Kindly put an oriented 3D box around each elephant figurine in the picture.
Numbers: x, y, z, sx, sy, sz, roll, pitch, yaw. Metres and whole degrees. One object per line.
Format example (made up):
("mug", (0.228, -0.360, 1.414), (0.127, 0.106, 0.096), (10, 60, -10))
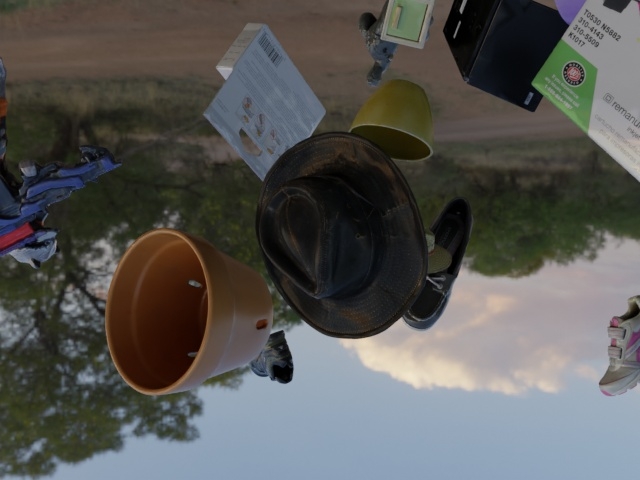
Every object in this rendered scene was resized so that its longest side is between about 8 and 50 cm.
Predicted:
("elephant figurine", (0.186, -0.575, 1.950), (0.239, 0.186, 0.169), (-34, 166, -28))

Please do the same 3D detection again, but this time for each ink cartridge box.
("ink cartridge box", (0.389, -0.220, 0.734), (0.117, 0.278, 0.201), (-6, -132, -38))
("ink cartridge box", (-0.134, -0.296, 1.613), (0.066, 0.261, 0.296), (16, 157, 40))

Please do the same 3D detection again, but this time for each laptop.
("laptop", (0.378, -0.437, 1.449), (0.137, 0.264, 0.234), (-3, 145, -14))

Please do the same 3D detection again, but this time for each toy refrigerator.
("toy refrigerator", (0.216, -0.577, 1.577), (0.102, 0.269, 0.094), (15, -154, 4))

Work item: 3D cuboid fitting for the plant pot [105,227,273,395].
("plant pot", (-0.225, 0.132, 1.302), (0.291, 0.290, 0.204), (7, 178, 40))

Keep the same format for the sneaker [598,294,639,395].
("sneaker", (0.678, 0.226, 1.569), (0.111, 0.252, 0.103), (35, 168, -1))

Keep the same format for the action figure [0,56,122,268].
("action figure", (-0.489, -0.119, 1.135), (0.342, 0.330, 0.178), (-18, -167, -4))

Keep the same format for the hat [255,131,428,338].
("hat", (0.000, 0.000, 1.075), (0.332, 0.331, 0.134), (5, -171, 29))

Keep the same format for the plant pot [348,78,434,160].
("plant pot", (0.120, -0.194, 1.105), (0.134, 0.095, 0.134), (15, 169, 3))

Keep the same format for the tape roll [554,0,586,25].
("tape roll", (0.497, -0.470, 1.243), (0.189, 0.188, 0.080), (-3, -168, -35))

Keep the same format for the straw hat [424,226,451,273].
("straw hat", (0.190, 0.004, 1.393), (0.145, 0.061, 0.144), (2, -152, -1))

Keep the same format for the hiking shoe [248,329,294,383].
("hiking shoe", (-0.119, 0.312, 1.746), (0.086, 0.114, 0.227), (-18, 156, -20))

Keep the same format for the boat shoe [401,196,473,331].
("boat shoe", (0.249, 0.038, 1.520), (0.112, 0.095, 0.335), (20, -127, 12))
